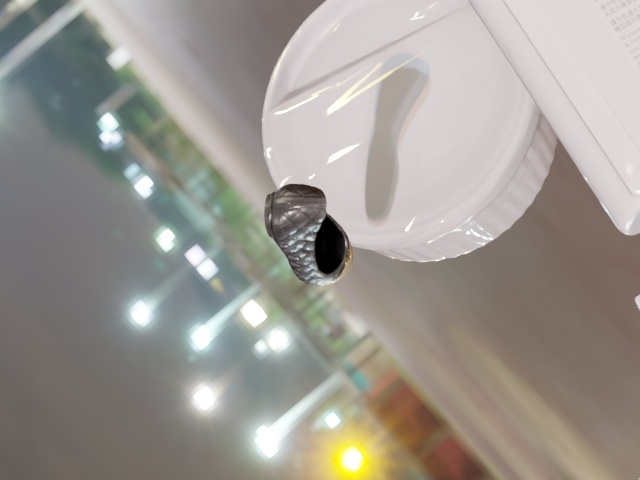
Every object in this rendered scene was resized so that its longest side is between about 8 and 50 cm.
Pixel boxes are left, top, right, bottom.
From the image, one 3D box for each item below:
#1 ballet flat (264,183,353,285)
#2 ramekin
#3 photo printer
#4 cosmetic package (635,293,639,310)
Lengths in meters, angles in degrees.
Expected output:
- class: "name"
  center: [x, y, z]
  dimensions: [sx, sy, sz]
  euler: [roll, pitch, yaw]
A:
- class: "ballet flat"
  center: [0.000, 0.000, 1.517]
  dimensions: [0.049, 0.057, 0.173]
  euler: [2, 166, 16]
- class: "ramekin"
  center: [0.091, -0.106, 1.785]
  dimensions: [0.273, 0.273, 0.127]
  euler: [48, -174, 33]
- class: "photo printer"
  center: [0.265, -0.190, 1.548]
  dimensions: [0.307, 0.256, 0.107]
  euler: [59, 174, 19]
- class: "cosmetic package"
  center: [0.527, 0.026, 1.893]
  dimensions: [0.284, 0.377, 0.097]
  euler: [35, -156, -51]
